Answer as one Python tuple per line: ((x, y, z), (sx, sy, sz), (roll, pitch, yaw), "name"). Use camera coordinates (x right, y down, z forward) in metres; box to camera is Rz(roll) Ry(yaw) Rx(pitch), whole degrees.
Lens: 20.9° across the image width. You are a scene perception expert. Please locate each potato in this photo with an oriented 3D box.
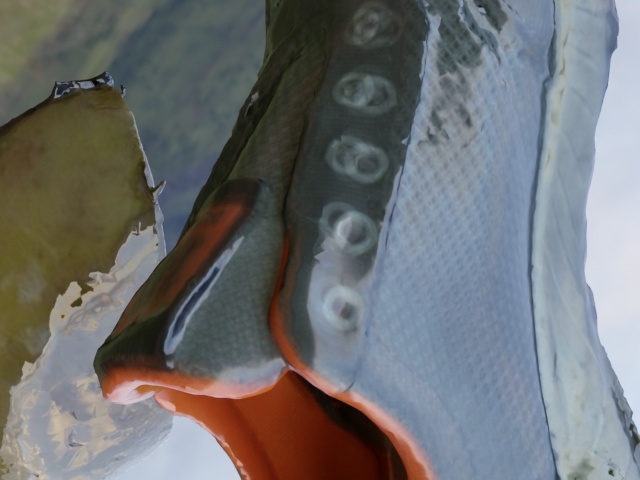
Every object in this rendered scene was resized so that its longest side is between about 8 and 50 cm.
((-0.144, 0.048, 0.865), (0.098, 0.138, 0.243), (-118, -159, -45), "potato")

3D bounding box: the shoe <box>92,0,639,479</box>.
((0.000, 0.000, 0.540), (0.132, 0.171, 0.336), (-8, -90, 48), "shoe")
